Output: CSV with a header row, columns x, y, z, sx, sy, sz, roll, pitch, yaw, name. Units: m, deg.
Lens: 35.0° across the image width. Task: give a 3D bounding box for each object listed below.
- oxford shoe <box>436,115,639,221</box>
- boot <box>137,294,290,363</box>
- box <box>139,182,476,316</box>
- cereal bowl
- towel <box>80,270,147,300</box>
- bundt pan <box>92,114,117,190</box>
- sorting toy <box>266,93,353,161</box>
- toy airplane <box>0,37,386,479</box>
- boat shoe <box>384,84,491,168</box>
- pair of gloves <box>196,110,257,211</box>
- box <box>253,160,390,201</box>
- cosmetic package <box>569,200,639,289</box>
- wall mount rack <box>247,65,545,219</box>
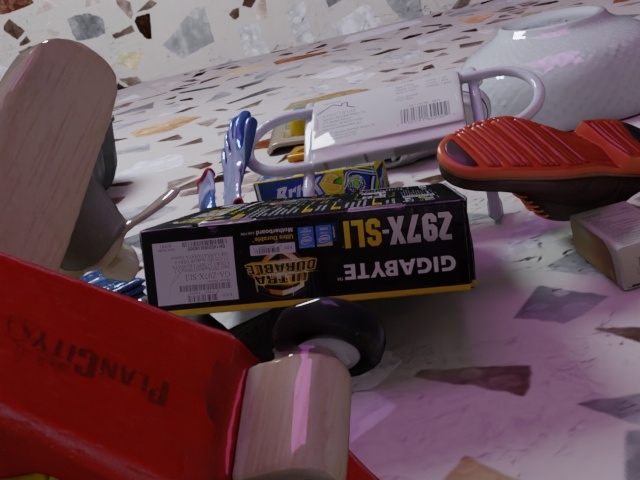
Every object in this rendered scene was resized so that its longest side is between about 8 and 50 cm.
x,y,z,sx,sy,sz,roll,pitch,yaw,name
0.220,-0.057,0.986,0.271,0.098,0.097,-2,39,-30,oxford shoe
-0.092,0.086,0.918,0.190,0.076,0.208,-18,11,-21,boot
0.000,0.000,0.930,0.257,0.079,0.322,-7,5,4,box
0.363,-0.270,1.543,0.339,0.141,0.339,-12,18,4,cereal bowl
-0.246,0.056,1.169,0.067,0.029,0.119,-23,20,-24,towel
-0.493,-0.111,1.718,0.331,0.124,0.331,-12,18,4,bundt pan
0.001,-0.209,1.775,0.196,0.047,0.347,-12,18,4,sorting toy
-0.186,0.085,0.521,0.386,0.384,0.272,-23,-12,-43,toy airplane
0.109,-0.149,1.436,0.268,0.096,0.088,-10,22,15,boat shoe
-0.120,-0.057,1.183,0.023,0.198,0.159,17,45,-19,pair of gloves
0.002,-0.071,1.338,0.169,0.054,0.059,-8,18,18,box
0.277,0.003,0.922,0.060,0.041,0.115,-15,17,-2,cosmetic package
0.092,-0.133,1.219,0.350,0.130,0.304,-10,42,11,wall mount rack
